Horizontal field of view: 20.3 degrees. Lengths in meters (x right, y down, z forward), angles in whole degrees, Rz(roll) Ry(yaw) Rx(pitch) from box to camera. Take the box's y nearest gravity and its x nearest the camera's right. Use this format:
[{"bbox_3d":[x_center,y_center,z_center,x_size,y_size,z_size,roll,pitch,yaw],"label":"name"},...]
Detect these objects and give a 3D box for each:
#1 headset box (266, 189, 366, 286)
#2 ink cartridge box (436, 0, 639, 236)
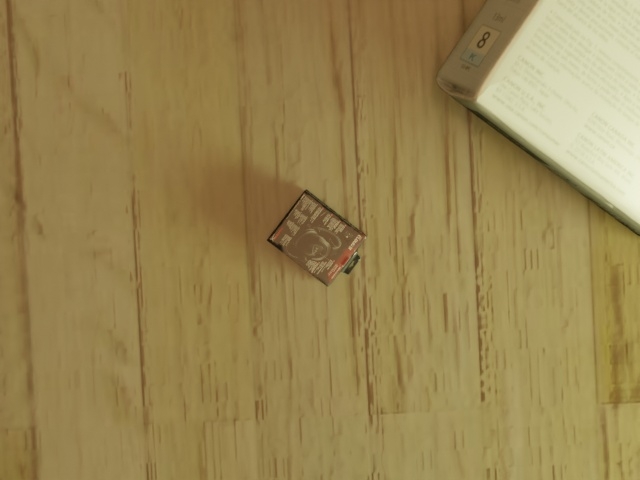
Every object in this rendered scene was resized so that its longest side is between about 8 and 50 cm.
[{"bbox_3d":[0.000,0.000,1.722,0.083,0.032,0.062,37,94,-1],"label":"headset box"},{"bbox_3d":[0.330,-0.212,1.613,0.308,0.091,0.385,33,91,-28],"label":"ink cartridge box"}]
